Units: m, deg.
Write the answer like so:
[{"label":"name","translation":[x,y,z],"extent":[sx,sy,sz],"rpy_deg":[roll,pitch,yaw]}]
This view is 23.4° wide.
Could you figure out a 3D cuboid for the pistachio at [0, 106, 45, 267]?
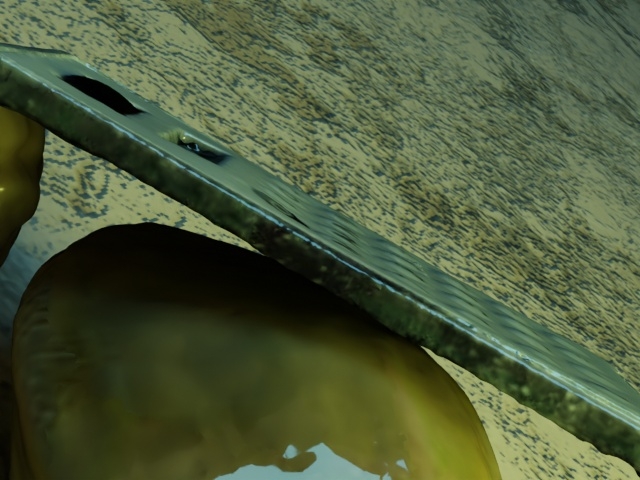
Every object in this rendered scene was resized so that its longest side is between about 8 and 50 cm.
[{"label":"pistachio","translation":[-0.197,-0.038,0.555],"extent":[0.200,0.117,0.145],"rpy_deg":[16,-5,-31]}]

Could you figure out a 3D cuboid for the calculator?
[{"label":"calculator","translation":[0.000,0.000,0.543],"extent":[0.261,0.021,0.161],"rpy_deg":[30,5,-3]}]

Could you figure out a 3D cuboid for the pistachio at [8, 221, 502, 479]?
[{"label":"pistachio","translation":[-0.030,0.078,0.542],"extent":[0.213,0.163,0.260],"rpy_deg":[52,6,-36]}]
